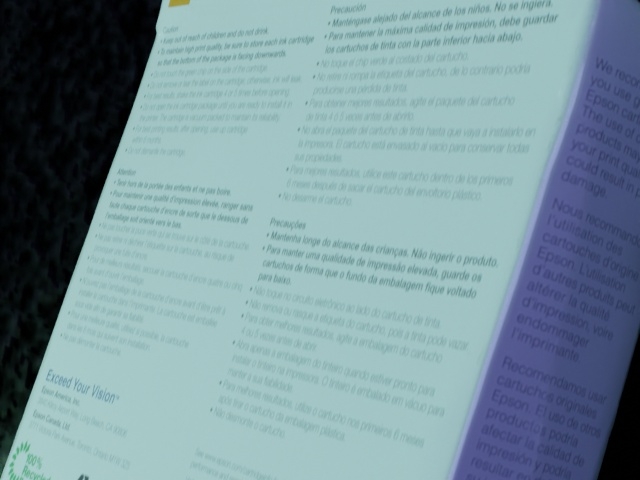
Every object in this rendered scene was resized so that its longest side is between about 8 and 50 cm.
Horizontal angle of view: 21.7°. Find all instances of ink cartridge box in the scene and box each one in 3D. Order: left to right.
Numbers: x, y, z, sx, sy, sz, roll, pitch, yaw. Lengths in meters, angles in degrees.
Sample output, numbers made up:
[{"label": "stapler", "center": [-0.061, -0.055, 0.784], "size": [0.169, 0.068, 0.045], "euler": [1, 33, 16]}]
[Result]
[{"label": "ink cartridge box", "center": [0.000, 0.000, 0.438], "size": [0.223, 0.045, 0.224], "euler": [8, 80, 59]}]
